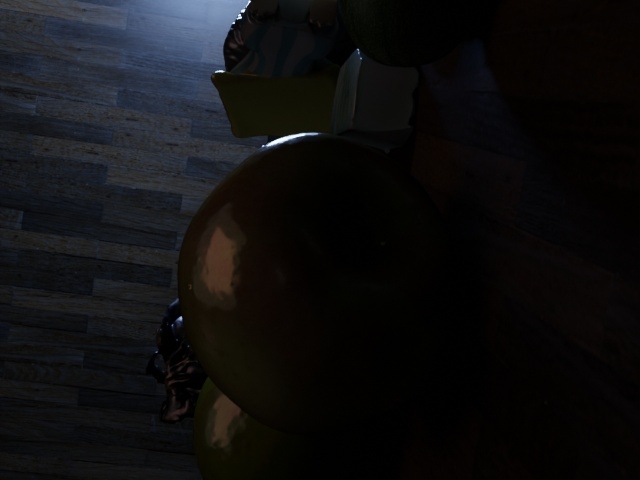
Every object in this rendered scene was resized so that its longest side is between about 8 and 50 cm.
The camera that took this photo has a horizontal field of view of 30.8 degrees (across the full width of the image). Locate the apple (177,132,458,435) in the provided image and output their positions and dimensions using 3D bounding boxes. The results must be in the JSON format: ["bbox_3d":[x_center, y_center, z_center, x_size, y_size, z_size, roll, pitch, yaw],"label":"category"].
[{"bbox_3d":[-0.007,0.057,1.282,0.277,0.319,0.319,135,144,-56],"label":"apple"}]

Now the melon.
[{"bbox_3d":[0.106,-0.341,1.319,0.182,0.182,0.288,-114,32,-74],"label":"melon"}]

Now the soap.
[{"bbox_3d":[0.076,-0.208,1.712,0.230,0.091,0.145,157,120,-82],"label":"soap"}]

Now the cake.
[{"bbox_3d":[-0.135,0.239,1.957,0.332,0.321,0.332,-170,90,-82],"label":"cake"}]

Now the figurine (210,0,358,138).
[{"bbox_3d":[-0.048,-0.415,2.102,0.361,0.266,0.378,103,173,-58],"label":"figurine"}]

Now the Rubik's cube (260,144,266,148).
[{"bbox_3d":[0.000,0.000,1.640,0.205,0.207,0.205,-107,27,-68],"label":"Rubik's cube"}]

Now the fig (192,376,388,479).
[{"bbox_3d":[-0.028,0.218,1.515,0.258,0.258,0.326,-102,33,-66],"label":"fig"}]
